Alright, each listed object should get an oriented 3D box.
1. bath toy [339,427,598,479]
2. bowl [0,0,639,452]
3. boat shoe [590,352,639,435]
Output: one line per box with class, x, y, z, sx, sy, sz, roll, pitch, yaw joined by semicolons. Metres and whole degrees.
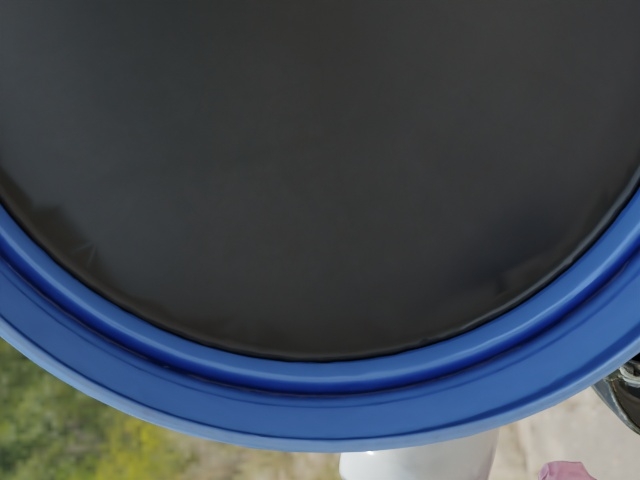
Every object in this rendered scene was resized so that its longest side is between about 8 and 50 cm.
bath toy;0.169;0.207;1.066;0.348;0.129;0.151;41;173;0
bowl;0.004;-0.113;0.662;0.077;0.391;0.391;-179;85;-82
boat shoe;0.236;0.082;1.278;0.079;0.084;0.233;-107;-9;-53
